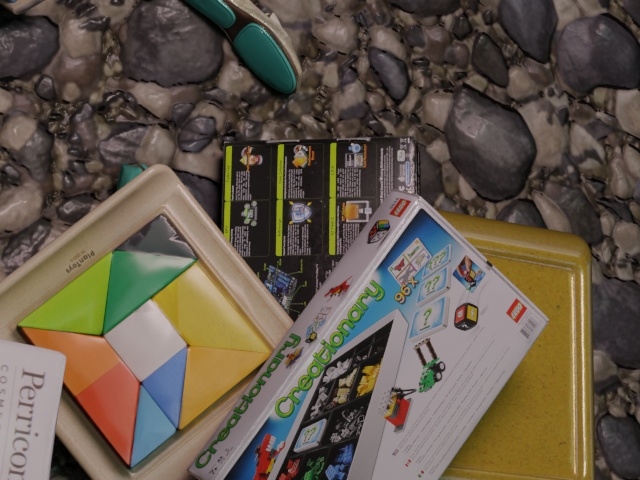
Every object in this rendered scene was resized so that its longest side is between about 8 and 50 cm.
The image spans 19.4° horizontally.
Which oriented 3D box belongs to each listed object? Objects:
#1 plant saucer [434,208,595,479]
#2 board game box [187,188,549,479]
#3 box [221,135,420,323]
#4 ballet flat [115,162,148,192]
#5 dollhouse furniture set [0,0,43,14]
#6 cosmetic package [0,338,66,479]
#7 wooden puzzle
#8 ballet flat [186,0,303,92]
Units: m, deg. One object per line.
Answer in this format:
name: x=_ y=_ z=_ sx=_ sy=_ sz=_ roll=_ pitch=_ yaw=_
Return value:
plant saucer: x=0.141 y=0.120 z=1.799 sx=0.333 sy=0.081 sz=0.333 roll=9 pitch=71 yaw=-25
board game box: x=0.047 y=0.133 z=1.634 sx=0.193 sy=0.053 sz=0.305 roll=42 pitch=79 yaw=-29
box: x=0.000 y=0.000 z=1.729 sx=0.184 sy=0.045 sz=0.191 roll=-3 pitch=74 yaw=8
ballet flat: x=-0.148 y=0.052 z=1.668 sx=0.087 sy=0.083 sz=0.247 roll=-24 pitch=86 yaw=-20
dollhouse furniture set: x=-0.433 y=-0.274 z=1.620 sx=0.303 sy=0.198 sz=0.286 roll=-29 pitch=66 yaw=-1
cosmetic package: x=-0.437 y=0.160 z=1.380 sx=0.453 sy=0.161 sz=0.230 roll=13 pitch=70 yaw=-24
wooden puzzle: x=-0.147 y=0.088 z=1.606 sx=0.221 sy=0.044 sz=0.239 roll=-39 pitch=94 yaw=-11
ballet flat: x=-0.070 y=-0.215 z=1.799 sx=0.168 sy=0.057 sz=0.052 roll=45 pitch=51 yaw=-10
